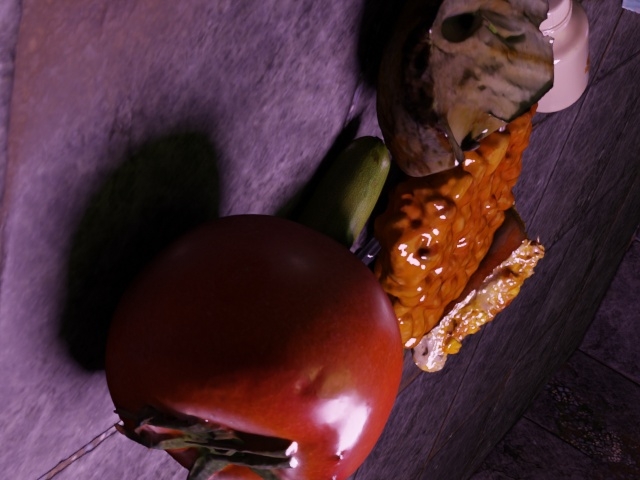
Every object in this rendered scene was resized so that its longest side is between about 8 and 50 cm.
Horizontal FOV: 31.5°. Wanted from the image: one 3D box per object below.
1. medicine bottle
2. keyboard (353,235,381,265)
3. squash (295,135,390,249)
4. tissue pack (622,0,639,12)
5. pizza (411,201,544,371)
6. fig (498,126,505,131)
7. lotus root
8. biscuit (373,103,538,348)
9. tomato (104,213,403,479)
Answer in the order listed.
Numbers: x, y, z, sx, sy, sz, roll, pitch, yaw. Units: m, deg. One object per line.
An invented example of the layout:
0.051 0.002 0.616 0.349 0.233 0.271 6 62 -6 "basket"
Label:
0.286 -0.258 1.450 0.114 0.114 0.252 -57 160 -6 "medicine bottle"
-0.011 0.095 1.259 0.101 0.018 0.309 -45 173 -32 "keyboard"
0.000 0.000 1.202 0.252 0.066 0.066 -60 160 2 "squash"
0.553 -0.436 1.921 0.074 0.059 0.094 -57 161 -13 "tissue pack"
0.239 0.050 1.664 0.226 0.086 0.335 -17 -145 49 "pizza"
0.202 -0.182 1.359 0.089 0.089 0.125 89 12 -56 "fig"
0.136 -0.184 1.190 0.314 0.142 0.210 -18 101 -56 "lotus root"
0.162 -0.031 1.489 0.318 0.110 0.312 -47 159 -30 "biscuit"
-0.054 0.101 0.965 0.256 0.256 0.224 93 17 -52 "tomato"
